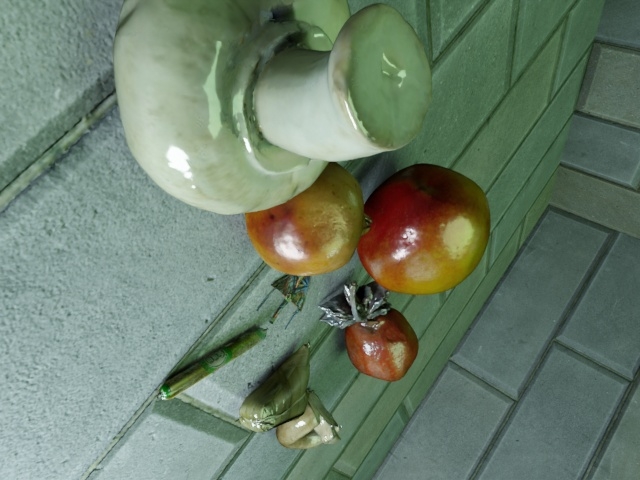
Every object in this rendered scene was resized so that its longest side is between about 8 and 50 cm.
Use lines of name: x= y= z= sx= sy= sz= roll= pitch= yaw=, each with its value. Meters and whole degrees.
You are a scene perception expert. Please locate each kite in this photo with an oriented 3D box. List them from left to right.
kite: x=-0.062 y=0.119 z=1.027 sx=0.160 sy=0.010 sz=0.183 roll=-54 pitch=150 yaw=-11

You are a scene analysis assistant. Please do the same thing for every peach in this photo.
peach: x=0.231 y=-0.027 z=1.063 sx=0.308 sy=0.308 sz=0.332 roll=-49 pitch=154 yaw=-20

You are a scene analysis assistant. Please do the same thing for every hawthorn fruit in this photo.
hawthorn fruit: x=0.171 y=0.277 z=1.334 sx=0.210 sy=0.210 sz=0.262 roll=-46 pitch=141 yaw=-24

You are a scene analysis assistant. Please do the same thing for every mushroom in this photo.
mushroom: x=-0.080 y=-0.183 z=0.508 sx=0.315 sy=0.315 sz=0.356 roll=-57 pitch=-175 yaw=-6
mushroom: x=-0.042 y=0.519 z=1.290 sx=0.151 sy=0.156 sz=0.285 roll=-36 pitch=148 yaw=-4

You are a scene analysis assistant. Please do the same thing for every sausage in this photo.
sausage: x=-0.198 y=0.230 z=0.893 sx=0.269 sy=0.033 sz=0.032 roll=-26 pitch=136 yaw=-45

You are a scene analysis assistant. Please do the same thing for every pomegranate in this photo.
pomegranate: x=-0.022 y=-0.043 z=0.761 sx=0.209 sy=0.209 sz=0.209 roll=-37 pitch=143 yaw=-35

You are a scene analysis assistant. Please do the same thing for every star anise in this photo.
star anise: x=0.093 y=0.164 z=1.180 sx=0.209 sy=0.089 sz=0.231 roll=-38 pitch=154 yaw=19

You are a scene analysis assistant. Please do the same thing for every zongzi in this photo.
zongzi: x=-0.095 y=0.339 z=1.092 sx=0.194 sy=0.099 sz=0.197 roll=2 pitch=103 yaw=-58
